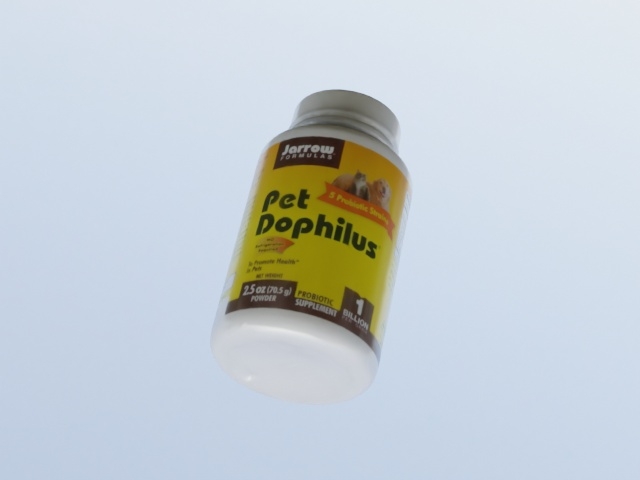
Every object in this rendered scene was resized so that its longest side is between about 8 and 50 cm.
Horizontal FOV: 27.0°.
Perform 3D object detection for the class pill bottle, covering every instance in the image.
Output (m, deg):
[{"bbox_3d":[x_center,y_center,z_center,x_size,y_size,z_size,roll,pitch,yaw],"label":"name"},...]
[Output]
[{"bbox_3d":[0.000,0.000,0.951,0.117,0.117,0.215,15,-122,-3],"label":"pill bottle"}]
